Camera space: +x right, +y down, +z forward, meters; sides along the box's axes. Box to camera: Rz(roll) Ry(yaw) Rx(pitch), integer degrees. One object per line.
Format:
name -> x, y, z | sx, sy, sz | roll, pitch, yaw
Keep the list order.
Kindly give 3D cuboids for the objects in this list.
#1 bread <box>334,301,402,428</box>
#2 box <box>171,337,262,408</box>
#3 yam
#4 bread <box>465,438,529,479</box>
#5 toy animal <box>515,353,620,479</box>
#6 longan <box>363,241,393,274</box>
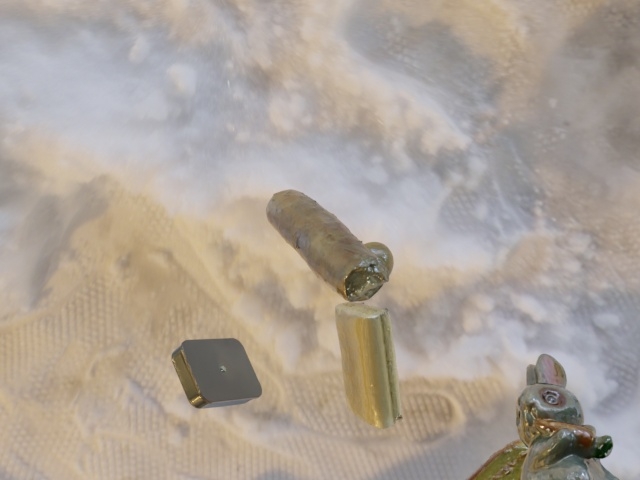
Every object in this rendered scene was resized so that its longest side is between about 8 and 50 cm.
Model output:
bread -> 0.073, 0.187, 1.639 | 0.060, 0.139, 0.178 | -11, 100, -20
box -> -0.135, 0.172, 1.373 | 0.031, 0.126, 0.091 | -36, 70, 27
yam -> 0.000, 0.000, 1.307 | 0.071, 0.317, 0.067 | -36, 116, -6
bread -> 0.273, 0.437, 1.764 | 0.234, 0.184, 0.110 | -40, 69, -6
toy animal -> 0.269, 0.236, 1.249 | 0.138, 0.236, 0.108 | -44, 139, 22
longan -> 0.075, 0.034, 1.658 | 0.075, 0.083, 0.075 | -12, 117, -25
